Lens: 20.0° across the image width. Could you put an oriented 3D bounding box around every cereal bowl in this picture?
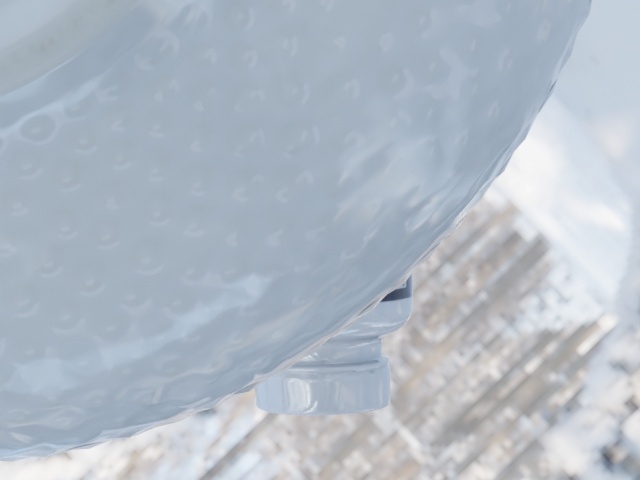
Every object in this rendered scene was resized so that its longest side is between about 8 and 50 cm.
[{"bbox_3d":[-0.090,-0.107,0.404,0.339,0.339,0.141,46,-175,-6],"label":"cereal bowl"}]

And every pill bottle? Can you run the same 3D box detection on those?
[{"bbox_3d":[0.000,0.000,1.054,0.108,0.108,0.193,-73,-17,-86],"label":"pill bottle"}]
